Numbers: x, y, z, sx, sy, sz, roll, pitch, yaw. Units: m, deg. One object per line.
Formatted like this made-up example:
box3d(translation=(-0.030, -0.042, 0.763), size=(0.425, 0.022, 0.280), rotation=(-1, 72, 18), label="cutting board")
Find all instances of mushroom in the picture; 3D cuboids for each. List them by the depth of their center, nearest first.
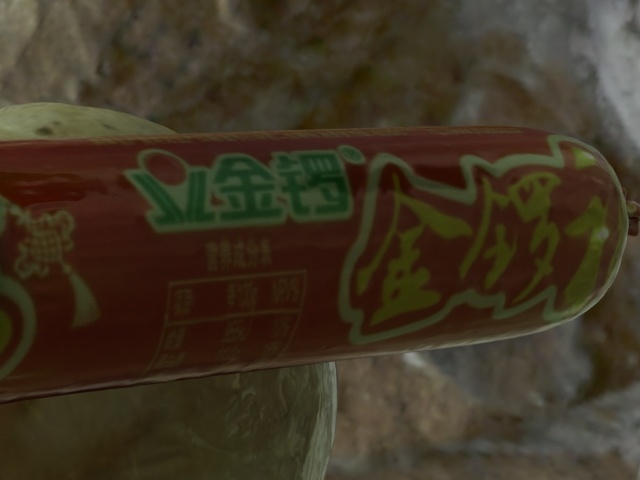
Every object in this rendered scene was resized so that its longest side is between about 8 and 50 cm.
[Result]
box3d(translation=(-0.152, 0.053, 0.785), size=(0.290, 0.292, 0.292), rotation=(43, -17, 40), label="mushroom")

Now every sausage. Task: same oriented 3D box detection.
box3d(translation=(0.000, 0.000, 0.532), size=(0.264, 0.083, 0.083), rotation=(-5, -18, -35), label="sausage")
